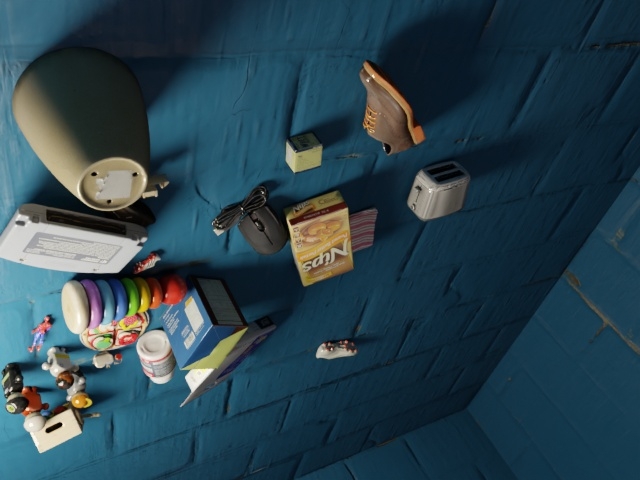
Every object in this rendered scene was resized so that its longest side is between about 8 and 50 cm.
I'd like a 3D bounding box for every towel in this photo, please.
[{"bbox_3d":[0.121,-0.022,2.023,0.144,0.029,0.197,-20,142,-18],"label":"towel"}]

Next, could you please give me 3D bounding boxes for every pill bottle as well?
[{"bbox_3d":[-0.517,0.376,1.911,0.108,0.108,0.180,-19,141,-20],"label":"pill bottle"}]

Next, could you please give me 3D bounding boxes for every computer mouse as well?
[{"bbox_3d":[-0.174,-0.026,1.747,0.188,0.072,0.272,-37,144,2],"label":"computer mouse"}]

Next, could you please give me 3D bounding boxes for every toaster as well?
[{"bbox_3d":[0.403,-0.169,1.993,0.227,0.129,0.146,-16,139,-21],"label":"toaster"}]

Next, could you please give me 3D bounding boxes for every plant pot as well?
[{"bbox_3d":[-0.437,-0.193,1.173,0.256,0.274,0.256,-22,143,-18],"label":"plant pot"}]

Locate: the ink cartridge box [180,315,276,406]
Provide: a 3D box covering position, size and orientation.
[{"bbox_3d":[-0.322,0.399,2.035,0.307,0.072,0.303,-45,169,16],"label":"ink cartridge box"}]

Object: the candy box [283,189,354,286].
[{"bbox_3d":[0.000,0.000,1.887,0.183,0.087,0.316,-18,141,-7],"label":"candy box"}]

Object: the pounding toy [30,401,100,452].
[{"bbox_3d":[-0.796,0.552,1.884,0.181,0.094,0.206,-24,-174,-18],"label":"pounding toy"}]

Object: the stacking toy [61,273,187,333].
[{"bbox_3d":[-0.519,0.157,1.643,0.330,0.141,0.141,-8,137,-38],"label":"stacking toy"}]

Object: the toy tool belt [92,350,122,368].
[{"bbox_3d":[-0.657,0.367,1.849,0.083,0.052,0.051,-9,168,-27],"label":"toy tool belt"}]

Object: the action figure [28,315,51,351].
[{"bbox_3d":[-0.765,0.253,1.640,0.038,0.030,0.115,7,123,-50],"label":"action figure"}]

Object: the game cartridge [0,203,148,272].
[{"bbox_3d":[-0.589,0.006,1.420,0.297,0.062,0.198,13,146,-41],"label":"game cartridge"}]

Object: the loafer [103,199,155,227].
[{"bbox_3d":[-0.486,-0.076,1.434,0.078,0.080,0.220,-39,144,5],"label":"loafer"}]

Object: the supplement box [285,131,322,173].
[{"bbox_3d":[-0.045,-0.236,1.620,0.083,0.056,0.083,-19,142,-21],"label":"supplement box"}]

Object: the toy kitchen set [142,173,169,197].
[{"bbox_3d":[-0.403,-0.120,1.446,0.068,0.083,0.075,-14,140,-26],"label":"toy kitchen set"}]

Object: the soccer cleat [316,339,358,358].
[{"bbox_3d":[0.069,0.461,2.516,0.196,0.068,0.076,7,133,-34],"label":"soccer cleat"}]

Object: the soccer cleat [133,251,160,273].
[{"bbox_3d":[-0.478,0.066,1.652,0.083,0.029,0.035,-41,140,1],"label":"soccer cleat"}]

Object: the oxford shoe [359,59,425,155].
[{"bbox_3d":[0.173,-0.339,1.618,0.133,0.130,0.364,-34,145,10],"label":"oxford shoe"}]

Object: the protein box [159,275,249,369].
[{"bbox_3d":[-0.354,0.248,1.809,0.136,0.201,0.200,11,125,-45],"label":"protein box"}]

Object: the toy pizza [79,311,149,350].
[{"bbox_3d":[-0.605,0.265,1.777,0.201,0.032,0.201,-21,143,-17],"label":"toy pizza"}]

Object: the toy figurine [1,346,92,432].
[{"bbox_3d":[-0.786,0.431,1.726,0.209,0.148,0.213,-21,142,-18],"label":"toy figurine"}]
